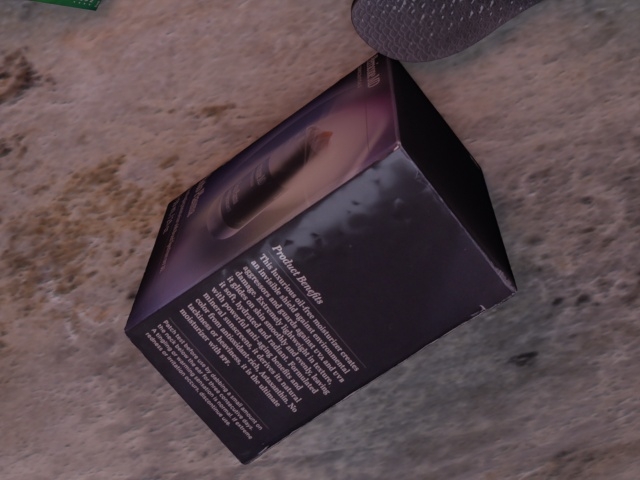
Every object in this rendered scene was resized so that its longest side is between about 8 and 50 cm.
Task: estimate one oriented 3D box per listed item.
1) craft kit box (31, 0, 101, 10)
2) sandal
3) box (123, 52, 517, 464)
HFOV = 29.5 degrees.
[{"bbox_3d":[-0.234,-0.323,1.032,0.061,0.246,0.250,44,115,25],"label":"craft kit box"},{"bbox_3d":[0.151,-0.244,1.163,0.254,0.054,0.097,-21,117,-1],"label":"sandal"},{"bbox_3d":[0.000,0.000,1.141,0.294,0.296,0.183,-34,110,14],"label":"box"}]
